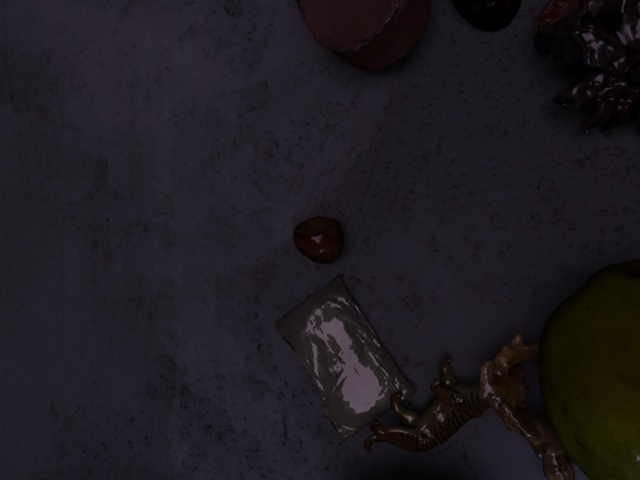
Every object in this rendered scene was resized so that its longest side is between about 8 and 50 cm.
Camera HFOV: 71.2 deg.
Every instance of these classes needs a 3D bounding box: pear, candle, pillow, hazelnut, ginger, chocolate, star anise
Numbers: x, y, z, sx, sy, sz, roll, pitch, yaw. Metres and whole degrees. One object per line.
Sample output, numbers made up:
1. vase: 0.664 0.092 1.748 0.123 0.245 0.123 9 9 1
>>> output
1. pear: 0.405 0.183 0.498 0.288 0.287 0.374 -13 104 18
2. candle: 0.064 -0.438 0.718 0.287 0.131 0.316 20 96 31
3. pillow: 0.032 0.190 0.734 0.148 0.050 0.229 -34 78 4
4. hazelnut: 0.000 0.000 0.744 0.086 0.086 0.085 -1 87 19
5. ginger: 0.286 0.230 0.615 0.177 0.052 0.193 16 74 -12
6. chocolate: 0.252 -0.411 0.674 0.125 0.080 0.148 24 96 18
7. star anise: 0.416 -0.239 0.574 0.220 0.099 0.214 -18 111 11

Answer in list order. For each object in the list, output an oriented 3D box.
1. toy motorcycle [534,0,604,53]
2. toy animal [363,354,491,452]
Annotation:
1. toy motorcycle: 0.369 -0.366 0.611 0.084 0.118 0.212 43 101 26
2. toy animal: 0.171 0.252 0.660 0.241 0.057 0.099 -40 92 5
